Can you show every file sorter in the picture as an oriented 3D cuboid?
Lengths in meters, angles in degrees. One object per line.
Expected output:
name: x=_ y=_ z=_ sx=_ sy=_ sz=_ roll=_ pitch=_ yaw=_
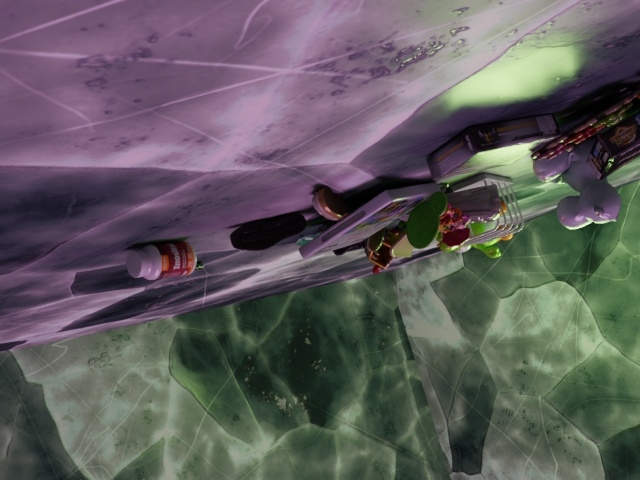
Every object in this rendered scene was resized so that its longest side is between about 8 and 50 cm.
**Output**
file sorter: x=0.492 y=-0.089 z=1.988 sx=0.193 sy=0.173 sz=0.278 roll=-22 pitch=169 yaw=31

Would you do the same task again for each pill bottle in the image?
pill bottle: x=-0.382 y=0.049 z=1.539 sx=0.086 sy=0.086 sz=0.152 roll=-24 pitch=169 yaw=41

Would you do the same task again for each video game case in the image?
video game case: x=0.137 y=-0.058 z=1.703 sx=0.300 sy=0.036 sz=0.329 roll=-33 pitch=170 yaw=31

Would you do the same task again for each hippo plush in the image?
hippo plush: x=0.777 y=-0.160 z=1.834 sx=0.294 sy=0.236 sz=0.234 roll=-24 pitch=168 yaw=42

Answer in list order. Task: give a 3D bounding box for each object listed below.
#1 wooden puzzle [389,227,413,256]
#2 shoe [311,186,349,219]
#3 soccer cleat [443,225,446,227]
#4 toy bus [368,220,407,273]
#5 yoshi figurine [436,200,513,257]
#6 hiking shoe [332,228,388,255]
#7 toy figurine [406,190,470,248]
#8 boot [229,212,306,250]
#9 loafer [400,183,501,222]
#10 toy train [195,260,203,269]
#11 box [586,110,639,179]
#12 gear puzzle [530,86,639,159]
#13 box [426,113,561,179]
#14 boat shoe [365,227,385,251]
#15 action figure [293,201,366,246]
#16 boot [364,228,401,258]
wooden puzzle: x=0.334 y=-0.044 z=2.136 sx=0.238 sy=0.044 sz=0.221 roll=-50 pitch=160 yaw=16
shoe: x=0.018 y=-0.076 z=1.507 sx=0.058 sy=0.076 sz=0.219 roll=-24 pitch=172 yaw=12
soccer cleat: x=0.454 y=-0.074 z=2.437 sx=0.072 sy=0.060 sz=0.179 roll=-37 pitch=174 yaw=-16
toy bus: x=0.215 y=0.006 z=2.276 sx=0.104 sy=0.191 sz=0.202 roll=28 pitch=159 yaw=-14
yoshi figurine: x=0.588 y=-0.042 z=2.366 sx=0.362 sy=0.203 sz=0.203 roll=-18 pitch=134 yaw=-39
hiking shoe: x=0.145 y=-0.015 z=2.185 sx=0.227 sy=0.086 sz=0.114 roll=-16 pitch=-173 yaw=38
toy figurine: x=0.347 y=-0.045 z=1.747 sx=0.159 sy=0.130 sz=0.173 roll=11 pitch=124 yaw=-32
boot: x=-0.145 y=-0.010 z=1.664 sx=0.198 sy=0.077 sz=0.137 roll=-12 pitch=176 yaw=-19
loafer: x=0.359 y=-0.107 z=1.852 sx=0.319 sy=0.111 sz=0.112 roll=-1 pitch=171 yaw=24
toy train: x=-0.408 y=0.079 z=1.890 sx=0.036 sy=0.027 sz=0.158 roll=-9 pitch=177 yaw=30
box: x=0.790 y=-0.270 z=1.519 sx=0.295 sy=0.073 sz=0.293 roll=-33 pitch=168 yaw=12
gear puzzle: x=0.619 y=-0.262 z=1.364 sx=0.175 sy=0.044 sz=0.339 roll=-31 pitch=178 yaw=-33
box: x=0.379 y=-0.205 z=1.414 sx=0.231 sy=0.056 sz=0.183 roll=-13 pitch=172 yaw=-23
boat shoe: x=0.162 y=-0.025 z=1.946 sx=0.049 sy=0.056 sz=0.152 roll=-14 pitch=-141 yaw=41
action figure: x=0.045 y=-0.045 z=1.809 sx=0.232 sy=0.063 sz=0.137 roll=-29 pitch=164 yaw=34
boot: x=0.291 y=-0.017 z=2.440 sx=0.246 sy=0.083 sz=0.161 roll=-21 pitch=168 yaw=-15
